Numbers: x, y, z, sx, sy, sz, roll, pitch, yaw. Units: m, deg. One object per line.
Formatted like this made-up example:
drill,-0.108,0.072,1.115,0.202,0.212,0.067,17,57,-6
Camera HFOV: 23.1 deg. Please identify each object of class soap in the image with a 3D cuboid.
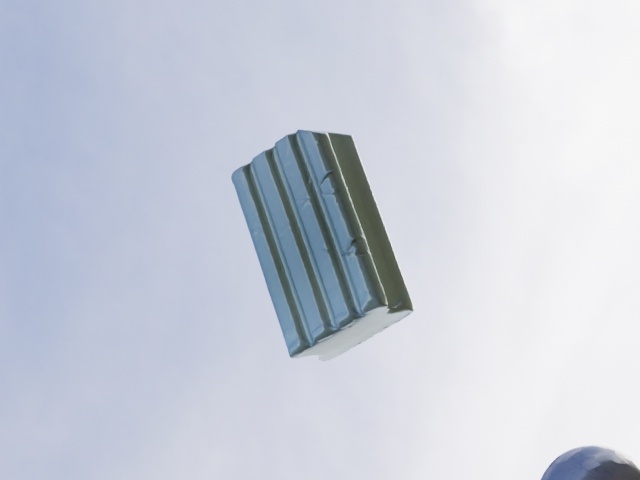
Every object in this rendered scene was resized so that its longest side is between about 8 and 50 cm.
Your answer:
soap,0.000,0.000,1.473,0.066,0.119,0.198,10,-125,-52

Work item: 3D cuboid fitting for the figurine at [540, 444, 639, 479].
figurine,0.106,0.216,0.684,0.186,0.382,0.261,-42,-58,-33
